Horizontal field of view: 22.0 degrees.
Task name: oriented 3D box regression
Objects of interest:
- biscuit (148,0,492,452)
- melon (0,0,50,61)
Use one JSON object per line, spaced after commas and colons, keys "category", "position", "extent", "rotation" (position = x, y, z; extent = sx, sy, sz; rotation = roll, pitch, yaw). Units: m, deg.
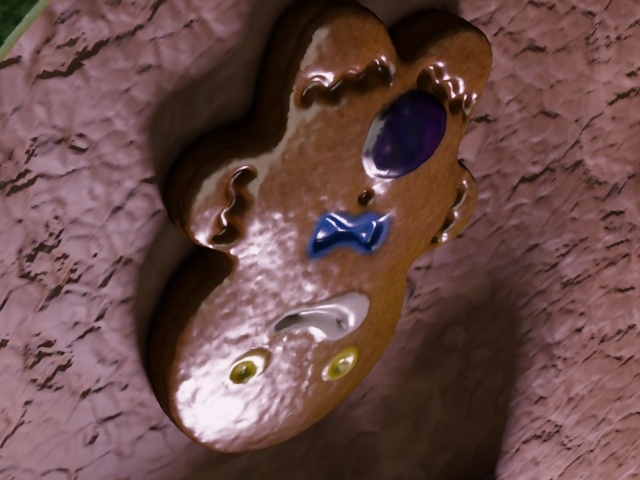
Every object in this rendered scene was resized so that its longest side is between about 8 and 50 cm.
{"category": "biscuit", "position": [0.000, 0.000, 0.762], "extent": [0.180, 0.039, 0.236], "rotation": [-2, 124, -42]}
{"category": "melon", "position": [-0.136, -0.047, 0.552], "extent": [0.053, 0.114, 0.262], "rotation": [35, 88, -8]}
